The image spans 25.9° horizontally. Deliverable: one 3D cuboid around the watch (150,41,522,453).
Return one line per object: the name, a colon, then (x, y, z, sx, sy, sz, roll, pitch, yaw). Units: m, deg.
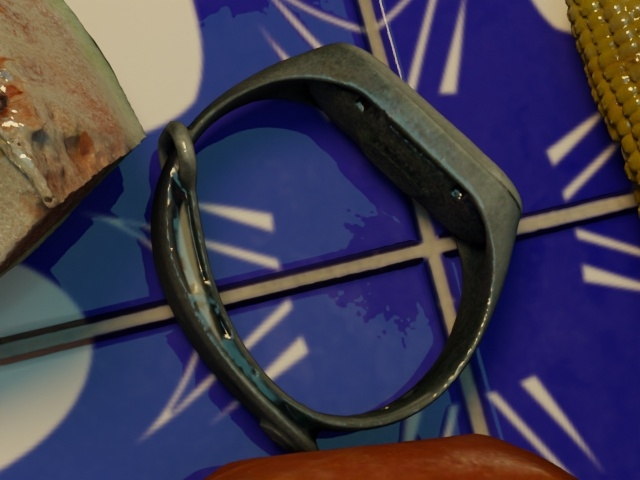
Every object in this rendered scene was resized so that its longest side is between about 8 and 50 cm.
watch: (0.000, 0.000, 0.757, 0.206, 0.068, 0.193, 43, 74, -4)

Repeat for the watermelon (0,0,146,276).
watermelon: (-0.241, -0.108, 0.662, 0.305, 0.180, 0.224, 46, 65, -7)

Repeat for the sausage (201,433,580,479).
sausage: (0.027, 0.178, 0.687, 0.267, 0.141, 0.153, -2, 94, -12)

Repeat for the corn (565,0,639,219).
corn: (0.228, -0.022, 0.799, 0.097, 0.097, 0.320, -21, 83, -15)
